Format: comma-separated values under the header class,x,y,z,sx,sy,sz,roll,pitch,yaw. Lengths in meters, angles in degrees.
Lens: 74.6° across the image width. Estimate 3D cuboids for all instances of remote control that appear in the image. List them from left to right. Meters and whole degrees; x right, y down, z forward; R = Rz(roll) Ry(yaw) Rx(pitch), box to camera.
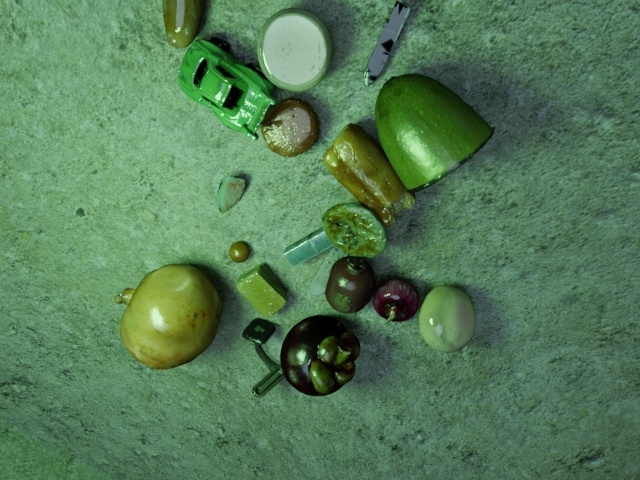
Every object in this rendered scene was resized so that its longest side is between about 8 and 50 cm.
class,x,y,z,sx,sy,sz,roll,pitch,yaw
remote control,0.026,0.115,1.626,0.073,0.044,0.229,24,108,-18

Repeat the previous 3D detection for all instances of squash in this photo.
class,x,y,z,sx,sy,sz,roll,pitch,yaw
squash,0.297,-0.353,1.241,0.310,0.310,0.309,-36,100,21

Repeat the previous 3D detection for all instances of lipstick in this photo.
class,x,y,z,sx,sy,sz,roll,pitch,yaw
lipstick,0.000,0.000,1.561,0.289,0.076,0.078,-29,106,20

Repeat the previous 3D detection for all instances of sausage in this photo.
class,x,y,z,sx,sy,sz,roll,pitch,yaw
sausage,-0.411,-0.843,1.244,0.136,0.123,0.502,-11,119,-28

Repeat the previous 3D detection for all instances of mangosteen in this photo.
class,x,y,z,sx,sy,sz,roll,pitch,yaw
mangosteen,0.009,0.441,1.606,0.346,0.307,0.307,-8,118,57

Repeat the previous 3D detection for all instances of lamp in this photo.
class,x,y,z,sx,sy,sz,roll,pitch,yaw
lamp,-0.256,0.493,1.756,0.124,0.203,0.284,3,119,29
lamp,0.114,0.162,1.543,0.179,0.180,0.258,17,133,2

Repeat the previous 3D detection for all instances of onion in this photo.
class,x,y,z,sx,sy,sz,roll,pitch,yaw
onion,0.281,0.224,1.571,0.177,0.153,0.178,1,101,3

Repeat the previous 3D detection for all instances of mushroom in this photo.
class,x,y,z,sx,sy,sz,roll,pitch,yaw
mushroom,0.452,0.283,1.548,0.202,0.246,0.246,5,122,54

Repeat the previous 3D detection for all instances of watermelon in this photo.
class,x,y,z,sx,sy,sz,roll,pitch,yaw
watermelon,-0.338,-0.178,1.553,0.094,0.081,0.180,26,132,-19

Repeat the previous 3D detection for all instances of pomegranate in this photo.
class,x,y,z,sx,sy,sz,roll,pitch,yaw
pomegranate,-0.584,0.281,1.615,0.410,0.411,0.412,4,113,8

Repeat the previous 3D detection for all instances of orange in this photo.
class,x,y,z,sx,sy,sz,roll,pitch,yaw
orange,-0.317,0.045,1.639,0.084,0.085,0.085,4,113,8

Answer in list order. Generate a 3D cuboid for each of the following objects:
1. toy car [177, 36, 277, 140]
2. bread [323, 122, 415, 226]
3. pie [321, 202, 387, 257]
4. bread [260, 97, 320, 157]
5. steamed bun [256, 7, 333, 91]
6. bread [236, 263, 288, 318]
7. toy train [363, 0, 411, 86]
class,x,y,z,sx,sy,sz,roll,pitch,yaw
toy car,-0.295,-0.484,1.345,0.358,0.176,0.214,36,113,-1
bread,0.171,-0.220,1.378,0.344,0.195,0.148,45,133,-10
pie,0.112,-0.032,1.414,0.240,0.054,0.241,20,140,18
bread,-0.101,-0.374,1.405,0.198,0.104,0.199,3,113,8
steamed bun,-0.077,-0.581,1.290,0.231,0.145,0.232,0,117,0
bread,-0.228,0.198,1.672,0.138,0.102,0.196,-35,106,24
toy train,0.195,-0.596,1.293,0.055,0.048,0.252,24,120,-6
